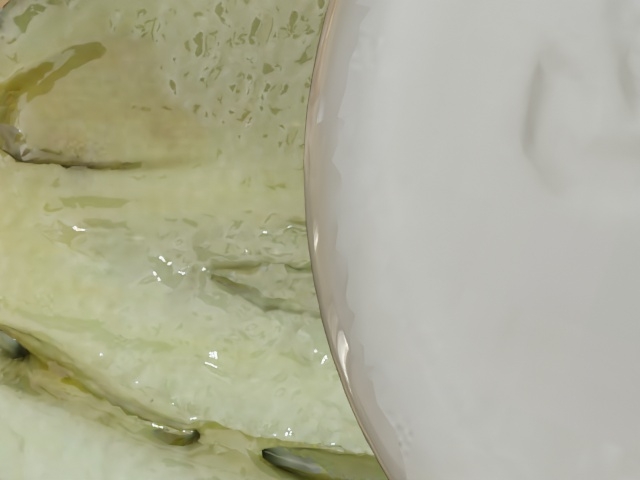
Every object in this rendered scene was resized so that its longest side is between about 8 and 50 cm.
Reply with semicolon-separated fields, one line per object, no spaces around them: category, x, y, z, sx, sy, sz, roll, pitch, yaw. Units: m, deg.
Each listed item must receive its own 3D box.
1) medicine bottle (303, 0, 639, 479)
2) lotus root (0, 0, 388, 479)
medicine bottle;0.169;0.007;0.436;0.208;0.339;0.208;-9;74;32
lotus root;-0.013;0.011;0.694;0.260;0.149;0.267;2;99;5
